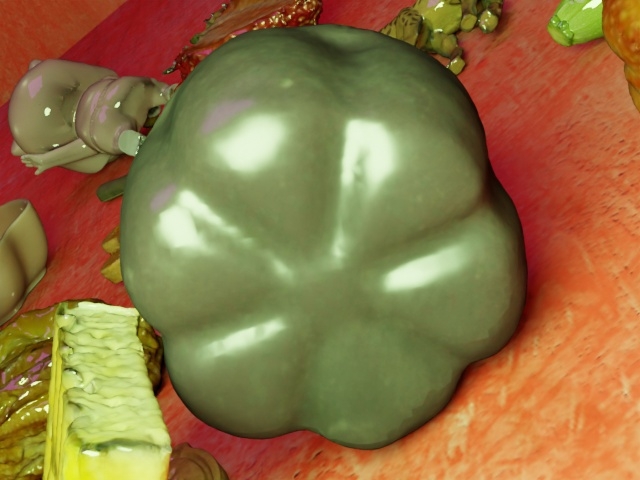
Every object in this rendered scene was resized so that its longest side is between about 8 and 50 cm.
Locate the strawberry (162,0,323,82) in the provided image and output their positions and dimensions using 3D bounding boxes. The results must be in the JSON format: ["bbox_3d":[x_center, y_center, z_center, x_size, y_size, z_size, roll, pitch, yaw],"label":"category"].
[{"bbox_3d":[-0.063,-0.249,1.728,0.228,0.098,0.174,-24,25,33],"label":"strawberry"}]

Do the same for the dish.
[{"bbox_3d":[-0.409,0.048,1.746,0.213,0.090,0.213,-33,22,15],"label":"dish"}]

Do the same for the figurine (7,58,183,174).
[{"bbox_3d":[-0.295,-0.157,1.932,0.287,0.186,0.176,1,76,37],"label":"figurine"}]

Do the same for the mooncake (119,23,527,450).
[{"bbox_3d":[0.000,0.000,0.830,0.245,0.245,0.133,-37,19,13],"label":"mooncake"}]

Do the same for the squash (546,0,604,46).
[{"bbox_3d":[0.256,-0.219,1.091,0.201,0.066,0.066,-39,19,7],"label":"squash"}]

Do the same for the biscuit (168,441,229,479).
[{"bbox_3d":[-0.114,0.189,0.971,0.118,0.023,0.140,-46,20,-17],"label":"biscuit"}]

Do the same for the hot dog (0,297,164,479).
[{"bbox_3d":[-0.259,0.143,1.208,0.259,0.114,0.175,-37,18,11],"label":"hot dog"}]

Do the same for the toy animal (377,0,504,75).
[{"bbox_3d":[0.085,-0.197,1.391,0.149,0.054,0.275,-48,23,-11],"label":"toy animal"}]

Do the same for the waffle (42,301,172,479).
[{"bbox_3d":[-0.124,0.171,0.790,0.248,0.055,0.221,-132,46,-71],"label":"waffle"}]

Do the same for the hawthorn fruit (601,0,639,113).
[{"bbox_3d":[0.260,-0.141,0.793,0.203,0.162,0.162,-19,27,26],"label":"hawthorn fruit"}]

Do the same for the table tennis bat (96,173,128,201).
[{"bbox_3d":[-0.197,-0.087,1.747,0.234,0.022,0.131,-17,31,45],"label":"table tennis bat"}]

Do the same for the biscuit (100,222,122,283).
[{"bbox_3d":[-0.158,-0.015,1.486,0.165,0.036,0.250,-43,15,-4],"label":"biscuit"}]
